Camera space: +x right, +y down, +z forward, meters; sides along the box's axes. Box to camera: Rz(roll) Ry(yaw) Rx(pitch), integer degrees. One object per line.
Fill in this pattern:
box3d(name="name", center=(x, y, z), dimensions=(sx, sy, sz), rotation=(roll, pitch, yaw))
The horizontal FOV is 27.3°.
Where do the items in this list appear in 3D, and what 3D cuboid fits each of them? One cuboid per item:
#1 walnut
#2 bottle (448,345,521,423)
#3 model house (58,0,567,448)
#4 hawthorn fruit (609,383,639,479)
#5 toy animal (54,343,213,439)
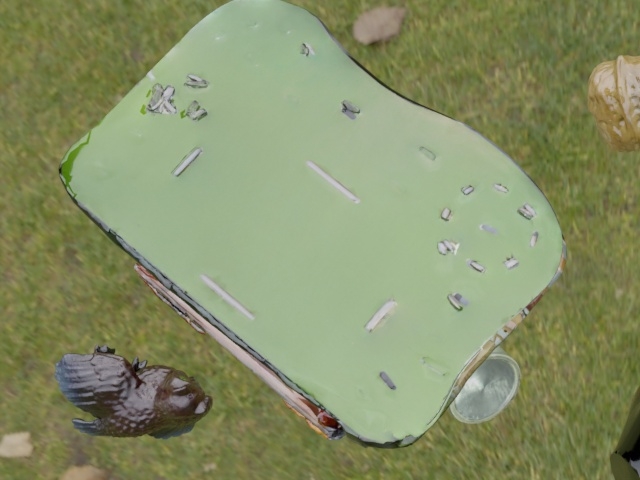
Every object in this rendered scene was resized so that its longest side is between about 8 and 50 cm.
box3d(name="walnut", center=(0.288, -0.130, 1.220), dimensions=(0.079, 0.096, 0.082), rotation=(-7, 34, 26))
box3d(name="bottle", center=(0.099, 0.082, 1.192), dimensions=(0.072, 0.072, 0.201), rotation=(-39, 38, -3))
box3d(name="model house", center=(0.000, 0.001, 0.893), dimensions=(0.294, 0.154, 0.207), rotation=(39, 74, 16))
box3d(name="hawthorn fruit", center=(0.395, 0.193, 1.114), dimensions=(0.316, 0.316, 0.316), rotation=(-4, 70, 12))
box3d(name="toy animal", center=(-0.212, 0.203, 1.589), dimensions=(0.179, 0.218, 0.116), rotation=(10, 70, 51))
